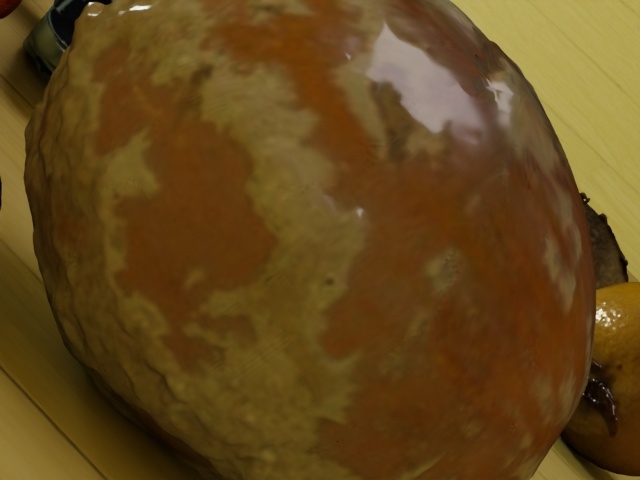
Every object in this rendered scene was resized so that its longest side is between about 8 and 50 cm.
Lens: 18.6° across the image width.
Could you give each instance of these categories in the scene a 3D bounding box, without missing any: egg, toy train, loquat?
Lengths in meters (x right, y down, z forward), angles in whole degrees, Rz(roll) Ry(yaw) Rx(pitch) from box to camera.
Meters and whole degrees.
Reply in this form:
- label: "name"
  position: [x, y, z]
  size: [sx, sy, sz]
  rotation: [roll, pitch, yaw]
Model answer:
- label: "egg"
  position: [0.000, 0.000, 0.707]
  size: [0.233, 0.195, 0.195]
  rotation: [39, 10, -6]
- label: "toy train"
  position: [-0.128, -0.105, 1.043]
  size: [0.052, 0.051, 0.234]
  rotation: [42, 13, -10]
- label: "loquat"
  position: [0.219, 0.097, 1.365]
  size: [0.141, 0.141, 0.141]
  rotation: [42, 10, -9]

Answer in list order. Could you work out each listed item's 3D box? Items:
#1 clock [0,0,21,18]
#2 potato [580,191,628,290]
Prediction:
- label: "clock"
  position: [-0.227, -0.180, 0.948]
  size: [0.205, 0.051, 0.205]
  rotation: [42, 8, -8]
- label: "potato"
  position: [0.176, -0.002, 1.682]
  size: [0.261, 0.120, 0.100]
  rotation: [42, 3, -16]
